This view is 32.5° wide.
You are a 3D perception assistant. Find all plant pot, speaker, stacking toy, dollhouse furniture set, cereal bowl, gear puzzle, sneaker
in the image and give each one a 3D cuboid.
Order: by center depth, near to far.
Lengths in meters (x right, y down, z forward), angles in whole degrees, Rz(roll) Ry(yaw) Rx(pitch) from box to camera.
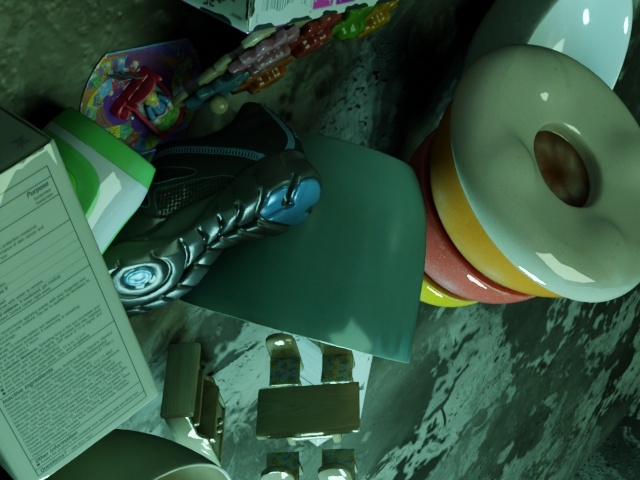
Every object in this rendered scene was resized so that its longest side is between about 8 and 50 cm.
[{"bbox_3d":[-0.295,0.016,1.101,0.296,0.131,0.131,-55,148,-4],"label":"speaker"},{"bbox_3d":[-0.168,-0.026,1.223,0.341,0.139,0.125,-27,151,1],"label":"sneaker"},{"bbox_3d":[-0.015,-0.217,1.254,0.175,0.044,0.339,-31,-179,41],"label":"gear puzzle"},{"bbox_3d":[-0.272,0.344,1.351,0.284,0.191,0.284,-33,140,-34],"label":"plant pot"},{"bbox_3d":[0.000,0.000,1.353,0.293,0.293,0.235,21,84,-57],"label":"plant pot"},{"bbox_3d":[-0.071,0.218,1.461,0.161,0.242,0.212,75,12,-50],"label":"dollhouse furniture set"},{"bbox_3d":[0.198,-0.023,1.535,0.351,0.350,0.480,-26,176,-40],"label":"stacking toy"},{"bbox_3d":[0.321,-0.271,1.671,0.339,0.141,0.339,-34,140,-34],"label":"cereal bowl"}]

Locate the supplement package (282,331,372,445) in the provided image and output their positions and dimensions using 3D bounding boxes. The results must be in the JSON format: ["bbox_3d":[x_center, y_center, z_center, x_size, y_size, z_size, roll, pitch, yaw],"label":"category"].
[{"bbox_3d":[0.004,0.201,1.679,0.105,0.105,0.179,-26,137,-41],"label":"supplement package"}]

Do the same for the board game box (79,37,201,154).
[{"bbox_3d":[-0.185,-0.146,1.201,0.169,0.033,0.133,-21,133,-43],"label":"board game box"}]

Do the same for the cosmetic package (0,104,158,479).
[{"bbox_3d":[-0.272,0.055,0.964,0.160,0.113,0.309,-35,133,-25],"label":"cosmetic package"}]

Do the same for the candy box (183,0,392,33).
[{"bbox_3d":[-0.042,-0.291,1.151,0.233,0.159,0.071,-23,133,-41],"label":"candy box"}]
